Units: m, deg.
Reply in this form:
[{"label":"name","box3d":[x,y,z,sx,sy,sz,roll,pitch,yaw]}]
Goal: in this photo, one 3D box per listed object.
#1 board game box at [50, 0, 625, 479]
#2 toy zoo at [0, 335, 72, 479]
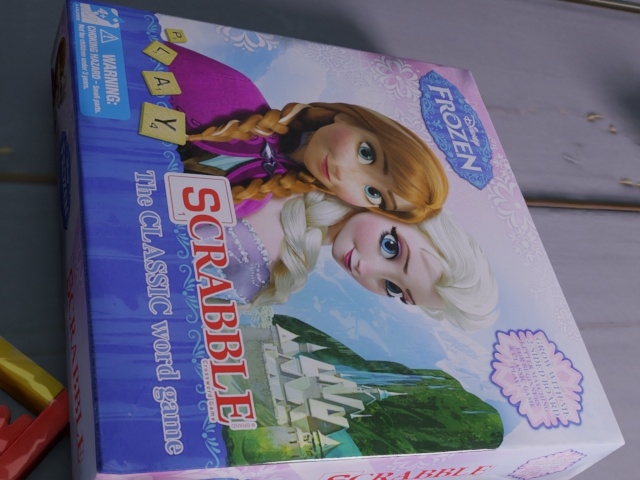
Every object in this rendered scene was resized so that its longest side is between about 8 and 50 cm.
[{"label":"board game box","box3d":[0.000,0.000,0.540,0.318,0.066,0.319,3,54,-27]},{"label":"toy zoo","box3d":[-0.178,0.149,0.402,0.293,0.030,0.192,38,51,3]}]
